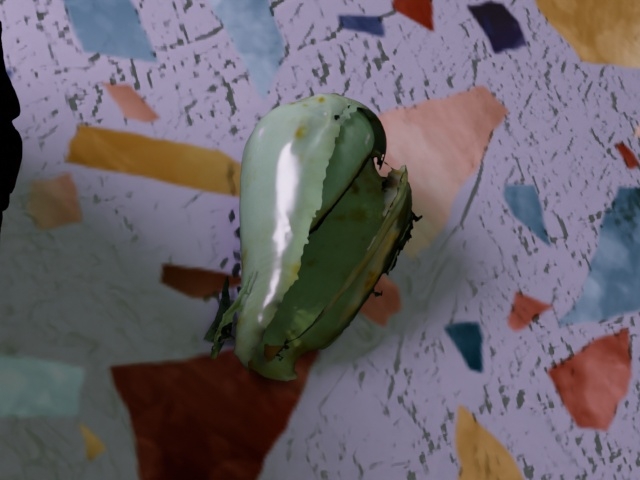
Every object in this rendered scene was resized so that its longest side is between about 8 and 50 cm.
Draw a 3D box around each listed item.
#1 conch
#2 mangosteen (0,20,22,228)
[{"bbox_3d":[0.000,0.000,0.873,0.105,0.079,0.170,19,70,-12],"label":"conch"},{"bbox_3d":[-0.259,-0.049,0.628,0.287,0.233,0.288,28,40,-26],"label":"mangosteen"}]
